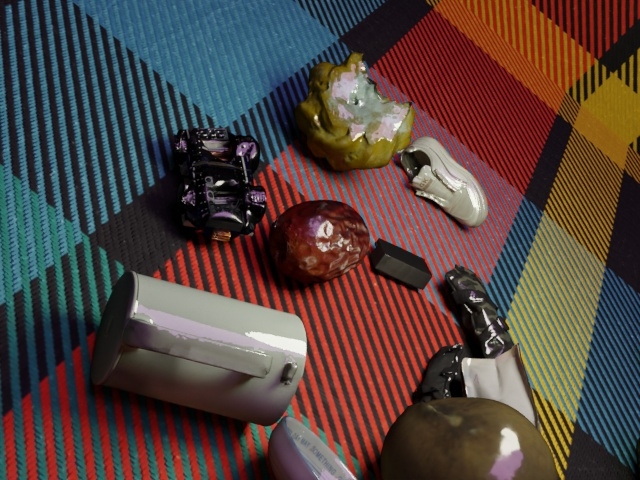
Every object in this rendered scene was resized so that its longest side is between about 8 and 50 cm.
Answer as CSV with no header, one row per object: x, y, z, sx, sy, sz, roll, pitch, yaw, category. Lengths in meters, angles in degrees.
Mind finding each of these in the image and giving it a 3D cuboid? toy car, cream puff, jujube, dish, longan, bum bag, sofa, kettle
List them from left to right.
-0.199,0.195,1.325,0.318,0.205,0.265,21,19,-24,kettle
-0.225,-0.123,1.700,0.193,0.118,0.301,9,49,-23,toy car
-0.015,0.439,1.323,0.273,0.134,0.273,46,0,0,dish
0.000,0.000,1.723,0.243,0.183,0.183,-10,61,-44,jujube
0.076,-0.298,2.057,0.274,0.270,0.323,-34,75,-16,cream puff
0.192,0.061,1.930,0.147,0.060,0.085,24,25,-21,sofa
0.255,0.291,1.728,0.049,0.087,0.197,53,37,-15,bum bag
0.266,0.427,1.438,0.319,0.319,0.319,23,42,-22,longan
0.397,0.195,1.936,0.144,0.095,0.340,19,42,-48,bum bag

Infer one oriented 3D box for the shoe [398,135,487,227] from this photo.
0.322,-0.160,2.196,0.159,0.124,0.316,-10,55,-46,shoe

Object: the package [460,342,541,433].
0.378,0.406,1.699,0.165,0.221,0.311,-7,49,5,package

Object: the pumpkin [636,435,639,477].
0.910,0.545,1.879,0.257,0.291,0.327,-20,56,-26,pumpkin
